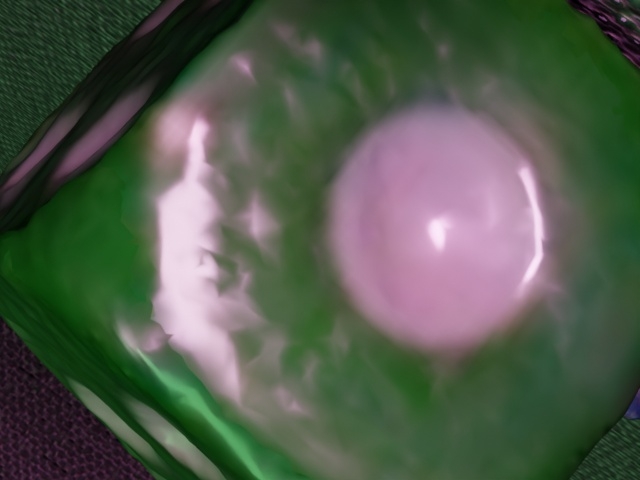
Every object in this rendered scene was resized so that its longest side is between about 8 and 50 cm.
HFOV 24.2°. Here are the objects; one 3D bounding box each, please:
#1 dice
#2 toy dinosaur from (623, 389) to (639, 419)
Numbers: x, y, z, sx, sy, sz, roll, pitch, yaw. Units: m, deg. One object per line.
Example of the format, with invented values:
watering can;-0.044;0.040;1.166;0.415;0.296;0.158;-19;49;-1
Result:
dice;0.000;0.000;0.824;0.287;0.297;0.300;43;164;-17
toy dinosaur;0.213;0.114;1.133;0.188;0.075;0.247;36;161;-27
